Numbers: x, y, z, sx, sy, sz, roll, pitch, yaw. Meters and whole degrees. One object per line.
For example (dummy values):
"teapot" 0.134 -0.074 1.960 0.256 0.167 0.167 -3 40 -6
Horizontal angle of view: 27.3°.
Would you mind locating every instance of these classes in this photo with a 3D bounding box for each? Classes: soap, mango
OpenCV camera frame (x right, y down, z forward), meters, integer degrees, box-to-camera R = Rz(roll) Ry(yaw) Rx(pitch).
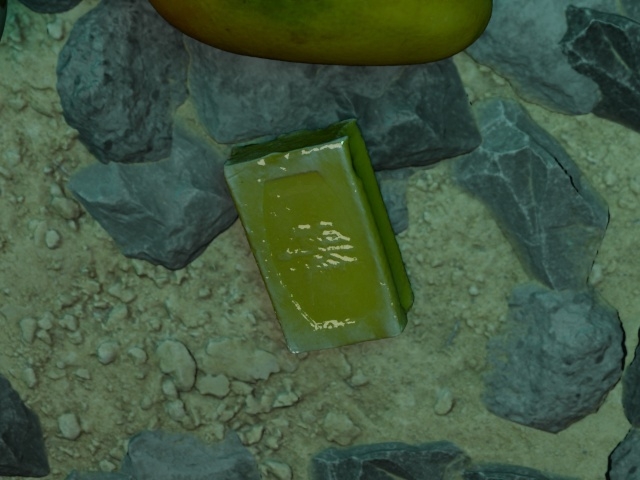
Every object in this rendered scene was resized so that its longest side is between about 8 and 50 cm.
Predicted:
"soap" 0.000 0.000 1.864 0.199 0.091 0.314 -10 113 18
"mango" -0.006 -0.323 1.600 0.446 0.300 0.232 14 91 -5

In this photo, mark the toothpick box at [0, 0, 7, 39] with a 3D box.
"toothpick box" -0.611 -0.386 1.628 0.409 0.409 0.425 -5 108 14
